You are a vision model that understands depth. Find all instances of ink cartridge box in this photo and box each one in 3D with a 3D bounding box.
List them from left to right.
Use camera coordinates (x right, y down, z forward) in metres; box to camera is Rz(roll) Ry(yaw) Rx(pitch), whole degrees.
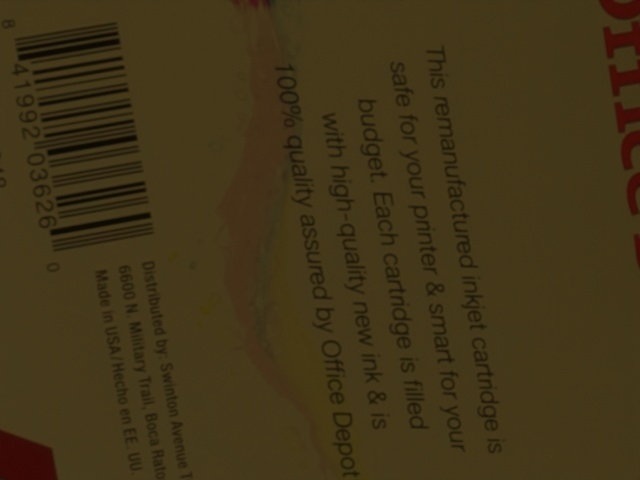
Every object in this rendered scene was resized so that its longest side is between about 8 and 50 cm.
[{"bbox_3d":[-0.018,0.011,0.653,0.131,0.306,0.226,-155,56,-78],"label":"ink cartridge box"}]
